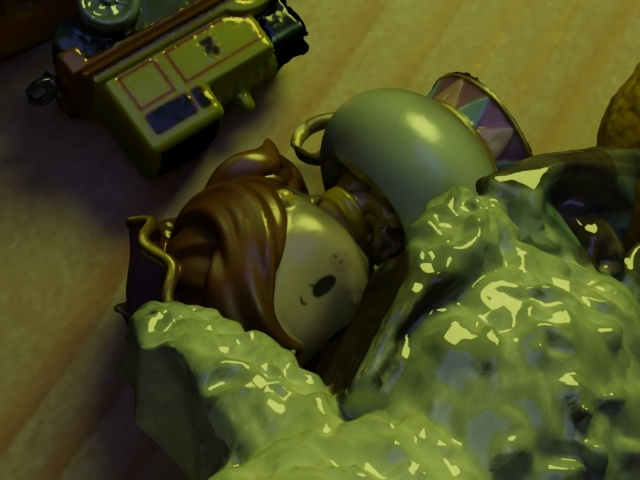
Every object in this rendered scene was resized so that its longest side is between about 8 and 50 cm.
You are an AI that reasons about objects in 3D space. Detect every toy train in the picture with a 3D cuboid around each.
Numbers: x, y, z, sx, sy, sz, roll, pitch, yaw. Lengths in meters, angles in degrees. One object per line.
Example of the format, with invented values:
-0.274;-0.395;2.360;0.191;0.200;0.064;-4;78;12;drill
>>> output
-0.091;-0.131;0.723;0.219;0.089;0.127;-34;86;-19;toy train

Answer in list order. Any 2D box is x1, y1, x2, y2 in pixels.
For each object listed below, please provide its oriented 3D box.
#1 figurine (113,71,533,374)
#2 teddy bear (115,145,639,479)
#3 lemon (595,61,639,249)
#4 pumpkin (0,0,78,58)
0.000;0.000;0.653;0.263;0.142;0.189;-32;43;-17;figurine
0.022;0.153;0.539;0.327;0.375;0.362;44;34;-2;teddy bear
0.268;-0.025;0.666;0.188;0.188;0.256;-17;92;-14;lemon
-0.186;-0.287;0.691;0.325;0.242;0.232;-34;84;-23;pumpkin
